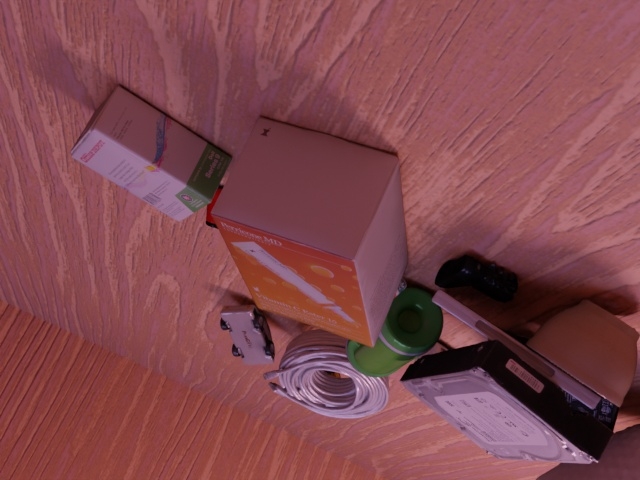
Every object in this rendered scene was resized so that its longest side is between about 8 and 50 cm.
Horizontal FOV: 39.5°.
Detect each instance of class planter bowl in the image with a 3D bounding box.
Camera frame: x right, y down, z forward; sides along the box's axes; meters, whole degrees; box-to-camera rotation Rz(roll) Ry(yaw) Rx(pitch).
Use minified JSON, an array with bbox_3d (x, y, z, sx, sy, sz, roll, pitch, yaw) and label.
[{"bbox_3d":[0.402,0.156,1.321,0.162,0.109,0.162,33,-178,-2],"label":"planter bowl"}]

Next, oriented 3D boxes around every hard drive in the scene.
[{"bbox_3d":[0.286,0.270,1.453,0.237,0.064,0.339,39,161,-5],"label":"hard drive"}]

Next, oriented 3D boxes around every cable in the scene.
[{"bbox_3d":[0.033,0.308,2.030,0.257,0.089,0.257,37,132,-20],"label":"cable"}]

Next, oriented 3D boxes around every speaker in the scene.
[{"bbox_3d":[0.132,0.178,1.673,0.131,0.131,0.296,25,159,-3],"label":"speaker"}]

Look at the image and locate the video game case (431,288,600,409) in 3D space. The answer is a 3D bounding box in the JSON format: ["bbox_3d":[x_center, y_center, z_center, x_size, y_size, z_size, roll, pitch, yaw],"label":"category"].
[{"bbox_3d":[0.307,0.168,1.422,0.285,0.025,0.204,35,-178,11],"label":"video game case"}]

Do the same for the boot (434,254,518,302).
[{"bbox_3d":[0.247,0.065,1.403,0.099,0.045,0.121,26,158,-12],"label":"boot"}]

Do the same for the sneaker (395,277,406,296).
[{"bbox_3d":[0.106,0.078,1.555,0.161,0.075,0.057,-151,38,-79],"label":"sneaker"}]

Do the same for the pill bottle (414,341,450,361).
[{"bbox_3d":[0.255,0.258,1.808,0.120,0.067,0.067,35,156,-25],"label":"pill bottle"}]

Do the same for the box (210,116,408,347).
[{"bbox_3d":[0.000,0.000,1.333,0.215,0.168,0.345,18,158,16],"label":"box"}]

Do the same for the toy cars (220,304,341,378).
[{"bbox_3d":[-0.081,0.262,2.145,0.393,0.087,0.176,33,132,-15],"label":"toy cars"}]

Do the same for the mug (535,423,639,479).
[{"bbox_3d":[0.620,0.499,1.570,0.374,0.328,0.276,51,-159,-1],"label":"mug"}]

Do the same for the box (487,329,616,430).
[{"bbox_3d":[0.435,0.285,1.672,0.242,0.077,0.307,15,157,22],"label":"box"}]

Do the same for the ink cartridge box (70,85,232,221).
[{"bbox_3d":[-0.271,-0.133,1.411,0.212,0.093,0.154,30,157,-20],"label":"ink cartridge box"}]

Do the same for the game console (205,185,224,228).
[{"bbox_3d":[-0.120,-0.044,1.571,0.144,0.085,0.124,19,127,12],"label":"game console"}]
